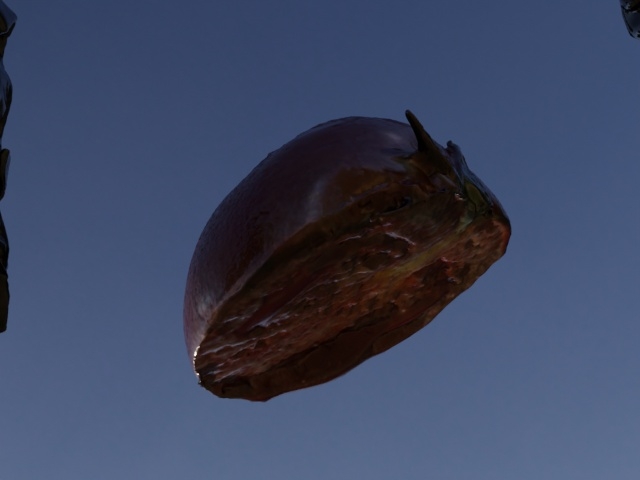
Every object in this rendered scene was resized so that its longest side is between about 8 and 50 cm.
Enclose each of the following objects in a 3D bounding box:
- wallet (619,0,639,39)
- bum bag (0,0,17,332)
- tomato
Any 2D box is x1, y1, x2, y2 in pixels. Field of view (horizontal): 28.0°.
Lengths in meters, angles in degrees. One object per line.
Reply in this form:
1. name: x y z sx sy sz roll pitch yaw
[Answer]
1. wallet: 0.268 -0.204 0.683 0.229 0.049 0.182 -38 -1 -38
2. bum bag: -0.284 -0.077 0.974 0.137 0.074 0.309 32 -131 -58
3. tomato: 0.000 -0.006 1.096 0.309 0.170 0.309 -22 -28 -13
